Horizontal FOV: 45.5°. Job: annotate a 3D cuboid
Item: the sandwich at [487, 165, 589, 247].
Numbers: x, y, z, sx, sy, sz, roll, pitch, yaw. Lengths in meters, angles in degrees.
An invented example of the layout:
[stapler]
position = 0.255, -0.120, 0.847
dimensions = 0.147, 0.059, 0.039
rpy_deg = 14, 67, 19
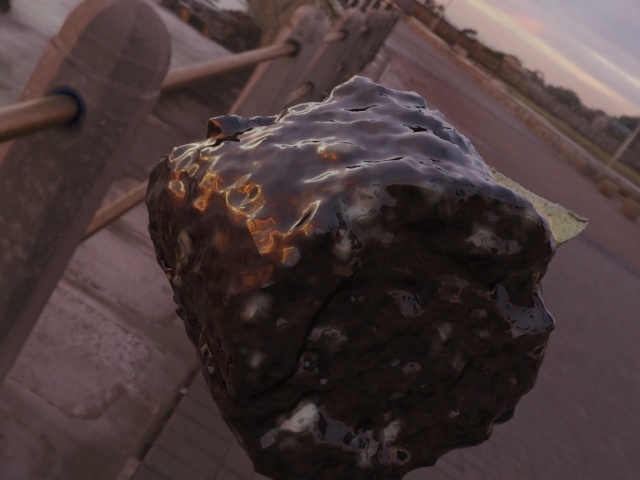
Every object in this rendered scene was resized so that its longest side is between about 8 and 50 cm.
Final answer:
[sandwich]
position = 0.148, 0.005, 0.772
dimensions = 0.193, 0.163, 0.058
rpy_deg = 28, -11, 3

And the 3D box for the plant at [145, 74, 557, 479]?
[plant]
position = 0.000, 0.000, 0.527
dimensions = 0.312, 0.215, 0.213
rpy_deg = -120, -167, -57
